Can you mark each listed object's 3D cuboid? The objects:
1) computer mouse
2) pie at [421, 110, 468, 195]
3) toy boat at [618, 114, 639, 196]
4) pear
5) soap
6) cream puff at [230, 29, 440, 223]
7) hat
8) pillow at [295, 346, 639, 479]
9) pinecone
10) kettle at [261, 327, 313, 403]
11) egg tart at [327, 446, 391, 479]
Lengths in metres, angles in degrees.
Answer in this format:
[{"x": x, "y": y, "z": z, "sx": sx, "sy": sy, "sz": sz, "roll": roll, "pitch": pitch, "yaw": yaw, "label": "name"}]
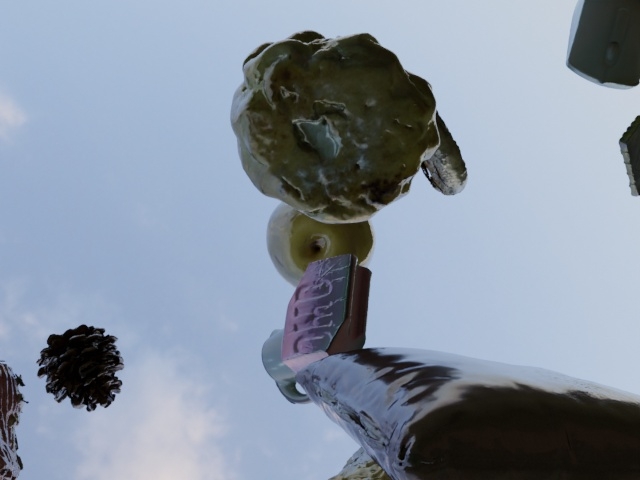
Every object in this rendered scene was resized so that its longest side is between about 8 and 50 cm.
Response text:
[{"x": 0.473, "y": -0.349, "z": 1.247, "sx": 0.128, "sy": 0.079, "sz": 0.230, "roll": 15, "pitch": -115, "yaw": -2, "label": "computer mouse"}, {"x": 0.185, "y": -0.198, "z": 1.413, "sx": 0.274, "sy": 0.055, "sz": 0.274, "roll": 57, "pitch": 180, "yaw": -1, "label": "pie"}, {"x": 0.460, "y": -0.121, "z": 1.114, "sx": 0.063, "sy": 0.016, "sz": 0.115, "roll": -49, "pitch": -48, "yaw": -17, "label": "toy boat"}, {"x": 0.000, "y": 0.000, "z": 2.090, "sx": 0.309, "sy": 0.309, "sz": 0.309, "roll": 28, "pitch": -138, "yaw": -29, "label": "pear"}, {"x": 0.006, "y": 0.099, "z": 0.968, "sx": 0.056, "sy": 0.100, "sz": 0.149, "roll": 42, "pitch": -135, "yaw": -41, "label": "soap"}, {"x": 0.025, "y": -0.202, "z": 1.254, "sx": 0.257, "sy": 0.324, "sz": 0.291, "roll": -84, "pitch": -10, "yaw": -63, "label": "cream puff"}, {"x": -0.584, "y": 0.294, "z": 1.389, "sx": 0.107, "sy": 0.236, "sz": 0.286, "roll": -15, "pitch": -103, "yaw": -20, "label": "hat"}, {"x": 0.156, "y": 0.157, "z": 0.657, "sx": 0.305, "sy": 0.308, "sz": 0.108, "roll": 7, "pitch": -91, "yaw": -15, "label": "pillow"}, {"x": -0.440, "y": 0.241, "z": 1.437, "sx": 0.174, "sy": 0.173, "sz": 0.173, "roll": 28, "pitch": -138, "yaw": -29, "label": "pinecone"}, {"x": -0.034, "y": 0.312, "z": 2.012, "sx": 0.161, "sy": 0.236, "sz": 0.221, "roll": 13, "pitch": -119, "yaw": -48, "label": "kettle"}, {"x": 0.128, "y": 0.298, "z": 0.917, "sx": 0.290, "sy": 0.290, "sz": 0.115, "roll": 28, "pitch": -144, "yaw": -29, "label": "egg tart"}]
